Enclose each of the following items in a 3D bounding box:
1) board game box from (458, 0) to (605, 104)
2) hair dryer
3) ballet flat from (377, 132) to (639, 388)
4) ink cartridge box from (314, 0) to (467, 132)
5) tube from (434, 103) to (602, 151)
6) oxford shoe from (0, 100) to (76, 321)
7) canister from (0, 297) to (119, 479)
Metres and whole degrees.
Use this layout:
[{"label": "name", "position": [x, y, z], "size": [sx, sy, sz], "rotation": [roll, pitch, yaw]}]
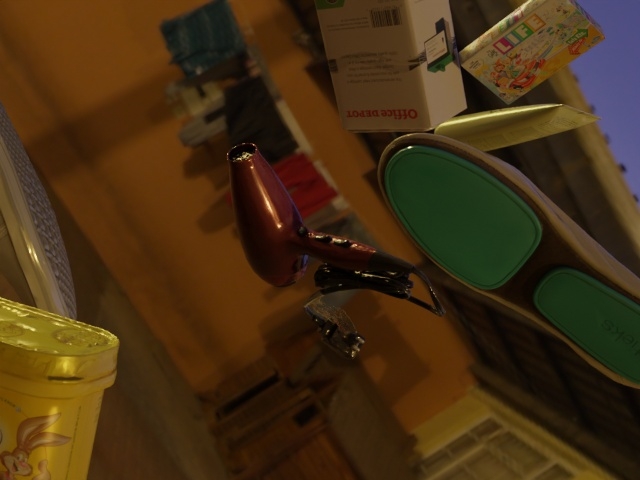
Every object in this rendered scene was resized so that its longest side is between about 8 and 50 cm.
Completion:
[{"label": "board game box", "position": [0.269, -0.249, 1.227], "size": [0.103, 0.154, 0.026], "rotation": [31, 40, -34]}, {"label": "hair dryer", "position": [0.000, 0.000, 1.111], "size": [0.293, 0.080, 0.223], "rotation": [43, -40, -8]}, {"label": "ballet flat", "position": [0.144, 0.008, 0.651], "size": [0.248, 0.086, 0.086], "rotation": [40, -7, -6]}, {"label": "ink cartridge box", "position": [0.090, -0.261, 1.267], "size": [0.160, 0.092, 0.219], "rotation": [7, -62, 44]}, {"label": "tube", "position": [0.271, -0.163, 1.364], "size": [0.240, 0.070, 0.062], "rotation": [-6, -59, 48]}, {"label": "oxford shoe", "position": [-0.384, -0.081, 1.018], "size": [0.169, 0.130, 0.449], "rotation": [-129, -164, -64]}, {"label": "canister", "position": [-0.187, 0.123, 0.526], "size": [0.126, 0.170, 0.073], "rotation": [15, 8, 16]}]
